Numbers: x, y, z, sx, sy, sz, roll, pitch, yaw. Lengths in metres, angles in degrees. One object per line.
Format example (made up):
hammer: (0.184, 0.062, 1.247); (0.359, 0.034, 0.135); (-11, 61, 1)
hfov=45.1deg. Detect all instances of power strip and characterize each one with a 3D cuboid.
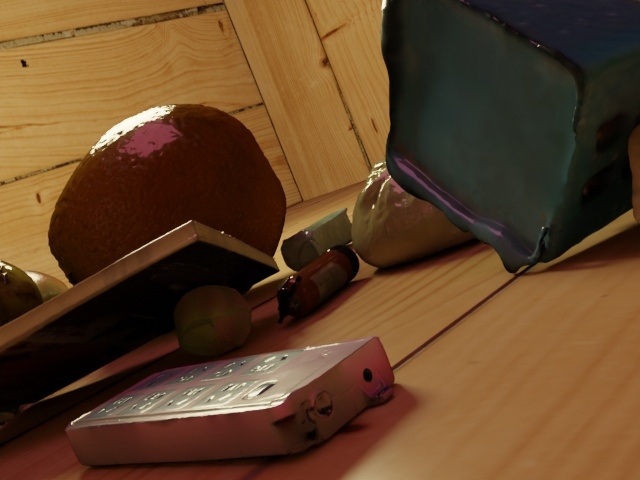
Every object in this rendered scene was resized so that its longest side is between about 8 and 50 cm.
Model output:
power strip: (-0.075, 0.119, 0.556); (0.279, 0.037, 0.109); (-17, 7, 42)

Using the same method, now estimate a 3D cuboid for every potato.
potato: (-0.473, 0.090, 1.078); (0.176, 0.137, 0.137); (0, 10, 10)

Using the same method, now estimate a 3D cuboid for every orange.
orange: (-0.233, -0.035, 1.189); (0.357, 0.322, 0.322); (-32, 8, -14)

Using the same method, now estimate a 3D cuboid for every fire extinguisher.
fire extinguisher: (-0.008, 0.049, 0.891); (0.177, 0.050, 0.062); (-32, -30, -61)

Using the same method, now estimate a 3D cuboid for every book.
book: (-0.243, 0.096, 0.852); (0.374, 0.028, 0.262); (-29, -14, 8)

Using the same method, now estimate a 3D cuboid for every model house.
model house: (0.233, -0.155, 0.714); (0.303, 0.215, 0.237); (-26, 46, -20)

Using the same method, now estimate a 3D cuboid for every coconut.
coconut: (-0.116, 0.086, 0.836); (0.083, 0.082, 0.081); (-30, 38, 9)

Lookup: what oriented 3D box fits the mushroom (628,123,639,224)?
mushroom: (0.345, -0.080, 0.570); (0.247, 0.096, 0.108); (-19, -1, 14)

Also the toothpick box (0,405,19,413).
toothpick box: (-0.469, 0.154, 0.967); (0.120, 0.184, 0.120); (-22, 5, 2)

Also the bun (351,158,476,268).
bun: (0.137, -0.057, 0.972); (0.231, 0.133, 0.231); (-24, 4, 2)

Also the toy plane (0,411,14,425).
toy plane: (-0.440, 0.220, 0.760); (0.262, 0.088, 0.192); (-1, 23, -36)

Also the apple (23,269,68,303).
apple: (-0.510, 0.146, 1.271); (0.188, 0.174, 0.207); (4, 64, 33)

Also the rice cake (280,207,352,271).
rice cake: (0.000, 0.000, 1.284); (0.069, 0.063, 0.206); (-26, 2, 23)
